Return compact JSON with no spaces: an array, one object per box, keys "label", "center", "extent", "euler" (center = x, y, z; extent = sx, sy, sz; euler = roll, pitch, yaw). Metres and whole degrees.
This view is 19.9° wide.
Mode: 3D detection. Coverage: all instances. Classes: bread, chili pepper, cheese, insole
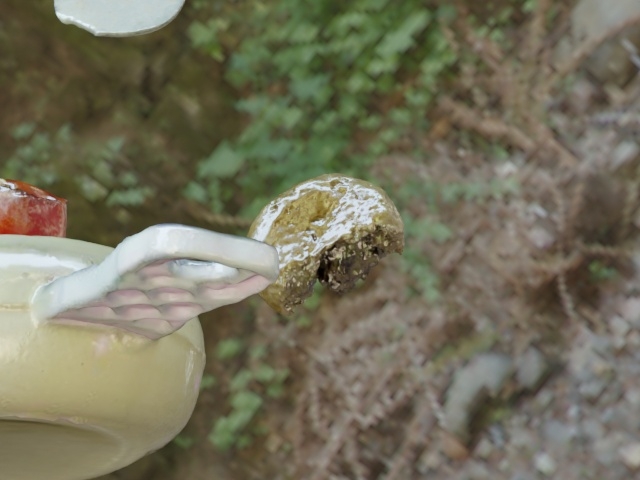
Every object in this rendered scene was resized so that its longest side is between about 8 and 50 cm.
[{"label":"bread","center":[0.000,0.000,1.257],"extent":[0.113,0.060,0.082],"euler":[-28,55,-4]},{"label":"chili pepper","center":[-0.229,0.044,1.309],"extent":[0.086,0.084,0.192],"euler":[-3,75,17]},{"label":"cheese","center":[-0.087,0.032,0.595],"extent":[0.227,0.137,0.064],"euler":[-27,59,51]},{"label":"insole","center":[-0.064,-0.135,0.793],"extent":[0.197,0.065,0.004],"euler":[-70,-15,-54]}]
